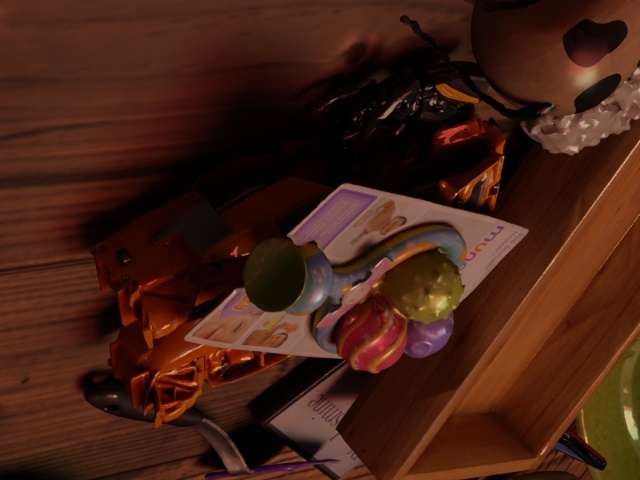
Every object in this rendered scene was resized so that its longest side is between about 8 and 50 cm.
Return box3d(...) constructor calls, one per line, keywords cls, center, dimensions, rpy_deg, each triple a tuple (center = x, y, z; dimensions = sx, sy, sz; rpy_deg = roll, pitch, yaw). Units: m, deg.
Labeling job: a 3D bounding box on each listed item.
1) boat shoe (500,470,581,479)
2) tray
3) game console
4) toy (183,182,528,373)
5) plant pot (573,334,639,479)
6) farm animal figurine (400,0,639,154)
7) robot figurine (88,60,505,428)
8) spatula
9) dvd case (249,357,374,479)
box3d(cls="boat shoe", center=(0.150, 0.317, 1.767), dimensions=(0.277, 0.098, 0.096), rpy_deg=(-31, 153, 11))
box3d(cls="tray", center=(0.195, 0.006, 1.330), dimensions=(0.203, 0.076, 0.411), rpy_deg=(2, 128, -50))
box3d(cls="game console", center=(0.175, 0.198, 1.627), dimensions=(0.085, 0.124, 0.144), rpy_deg=(-63, 152, -6))
box3d(cls="toy", center=(0.039, 0.040, 1.090), dimensions=(0.137, 0.056, 0.237), rpy_deg=(-44, 150, 20))
box3d(cls="plant pot", center=(0.421, 0.147, 1.665), dimensions=(0.254, 0.276, 0.276), rpy_deg=(-31, 153, -33))
box3d(cls="farm animal figurine", center=(0.201, -0.185, 0.986), dimensions=(0.327, 0.172, 0.330), rpy_deg=(-43, 151, 13))
box3d(cls="robot figurine", center=(0.000, 0.000, 1.137), dimensions=(0.291, 0.085, 0.211), rpy_deg=(-26, 151, -17))
box3d(cls="spatula", center=(-0.084, 0.143, 1.308), dimensions=(0.084, 0.030, 0.296), rpy_deg=(-10, 156, 25))
box3d(cls="dvd case", center=(0.077, 0.088, 1.416), dimensions=(0.253, 0.022, 0.180), rpy_deg=(-37, 152, 3))
